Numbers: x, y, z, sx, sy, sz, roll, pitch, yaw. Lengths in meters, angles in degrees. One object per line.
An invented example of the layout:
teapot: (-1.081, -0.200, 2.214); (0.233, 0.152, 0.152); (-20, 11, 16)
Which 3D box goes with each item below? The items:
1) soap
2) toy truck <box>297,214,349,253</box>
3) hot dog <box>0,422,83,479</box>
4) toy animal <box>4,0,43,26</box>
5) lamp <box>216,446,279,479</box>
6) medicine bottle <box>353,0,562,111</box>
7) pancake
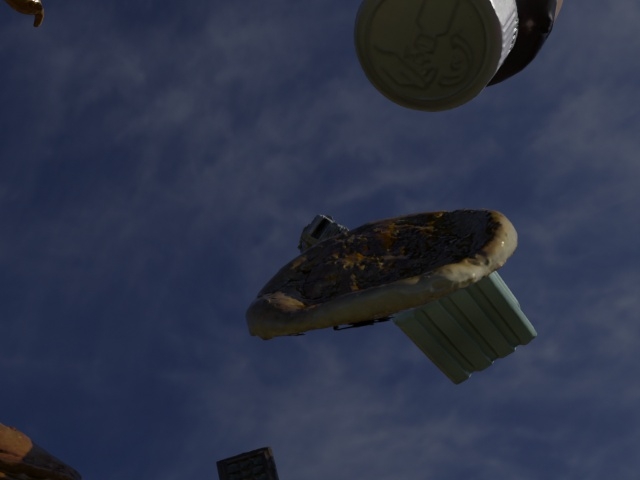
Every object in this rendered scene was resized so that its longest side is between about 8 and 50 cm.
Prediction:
soap: (0.213, 0.108, 1.779); (0.160, 0.087, 0.265); (-32, -36, 10)
toy truck: (0.000, 0.000, 1.744); (0.063, 0.052, 0.123); (34, -14, 3)
hot dog: (-0.352, 0.205, 1.084); (0.272, 0.122, 0.196); (30, -34, 15)
toy animal: (-0.374, -0.284, 1.375); (0.083, 0.060, 0.081); (-17, -41, -13)
lamp: (-0.079, 0.466, 1.822); (0.089, 0.090, 0.325); (-16, -51, -3)
medicine bottle: (0.173, -0.285, 1.410); (0.243, 0.395, 0.242); (5, -65, 10)
pancake: (0.058, 0.031, 1.156); (0.282, 0.282, 0.049); (-16, -75, 6)
